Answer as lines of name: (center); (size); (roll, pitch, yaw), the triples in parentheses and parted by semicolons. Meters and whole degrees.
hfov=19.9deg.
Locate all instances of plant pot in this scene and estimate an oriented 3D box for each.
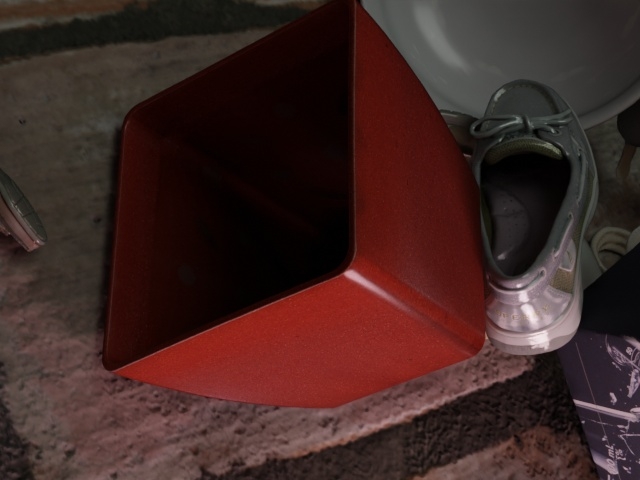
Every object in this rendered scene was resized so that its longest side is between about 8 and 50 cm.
plant pot: (0.000, 0.000, 1.547); (0.236, 0.267, 0.267); (32, 46, -40)

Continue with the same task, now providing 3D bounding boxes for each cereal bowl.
cereal bowl: (0.217, -0.271, 1.866); (0.339, 0.339, 0.141); (56, 16, 1)

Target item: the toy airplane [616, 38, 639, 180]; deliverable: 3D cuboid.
toy airplane: (0.482, -0.028, 1.962); (0.384, 0.272, 0.386); (38, 16, -54)

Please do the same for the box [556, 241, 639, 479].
box: (0.415, 0.189, 1.637); (0.179, 0.312, 0.343); (-36, 117, -31)

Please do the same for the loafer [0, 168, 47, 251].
loafer: (-0.272, -0.040, 1.485); (0.125, 0.039, 0.045); (55, 10, -4)

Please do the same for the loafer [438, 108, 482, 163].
loafer: (0.073, -0.084, 1.783); (0.251, 0.094, 0.087); (10, 76, -29)

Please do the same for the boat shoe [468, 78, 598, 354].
boat shoe: (0.190, -0.043, 1.672); (0.103, 0.118, 0.320); (73, 20, -44)

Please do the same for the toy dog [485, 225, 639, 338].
toy dog: (0.286, 0.042, 1.827); (0.334, 0.161, 0.220); (10, 59, -37)
